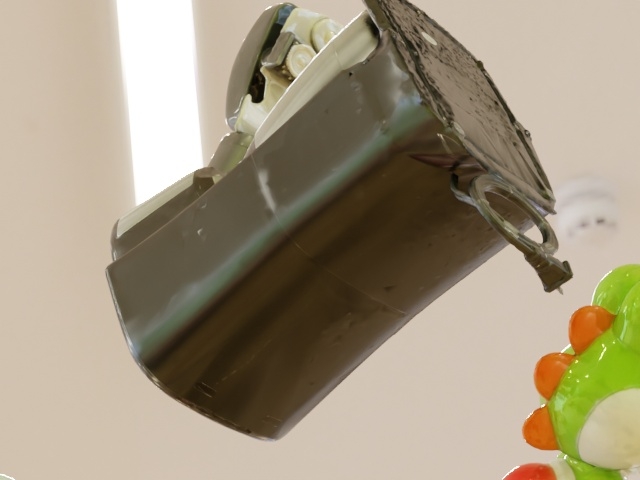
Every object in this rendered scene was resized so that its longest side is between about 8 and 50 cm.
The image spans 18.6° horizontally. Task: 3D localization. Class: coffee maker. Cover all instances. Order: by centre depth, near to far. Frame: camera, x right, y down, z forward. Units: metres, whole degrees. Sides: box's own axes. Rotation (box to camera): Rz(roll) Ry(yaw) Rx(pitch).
[{"bbox_3d":[0.000,0.000,0.841,0.120,0.171,0.178,40,-70,-19],"label":"coffee maker"}]

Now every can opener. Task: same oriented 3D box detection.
[{"bbox_3d":[-0.052,-0.040,1.372,0.074,0.280,0.093,35,-22,-26],"label":"can opener"}]

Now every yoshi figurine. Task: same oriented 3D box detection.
[{"bbox_3d":[0.245,0.202,1.533,0.203,0.203,0.362,-7,-64,-62],"label":"yoshi figurine"}]

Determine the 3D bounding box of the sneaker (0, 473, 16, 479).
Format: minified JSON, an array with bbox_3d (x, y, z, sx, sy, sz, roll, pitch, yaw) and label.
[{"bbox_3d":[-0.232,0.088,0.710,0.256,0.151,0.094,-15,-23,-3],"label":"sneaker"}]
